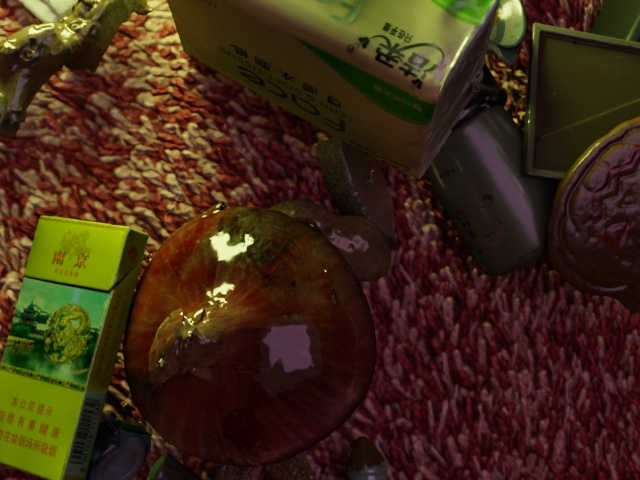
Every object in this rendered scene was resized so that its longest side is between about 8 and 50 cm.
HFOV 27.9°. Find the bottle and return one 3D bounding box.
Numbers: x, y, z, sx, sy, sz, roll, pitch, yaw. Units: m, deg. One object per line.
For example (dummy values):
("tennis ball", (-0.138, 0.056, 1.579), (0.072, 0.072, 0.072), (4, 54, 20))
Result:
("bottle", (0.233, -0.127, 1.921), (0.168, 0.168, 0.347), (-34, 98, -18))

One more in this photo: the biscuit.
("biscuit", (0.458, -0.035, 1.853), (0.257, 0.049, 0.273), (32, 96, -16))

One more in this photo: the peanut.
("peanut", (0.000, -0.001, 1.869), (0.227, 0.086, 0.104), (19, 115, -18))

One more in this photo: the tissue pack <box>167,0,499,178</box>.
("tissue pack", (0.011, -0.288, 1.691), (0.404, 0.332, 0.205), (29, 79, 8))

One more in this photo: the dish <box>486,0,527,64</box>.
("dish", (0.191, -0.350, 1.861), (0.228, 0.086, 0.236), (21, 50, -36))

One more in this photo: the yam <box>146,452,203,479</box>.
("yam", (-0.171, 0.369, 1.802), (0.169, 0.068, 0.068), (41, 75, -16))

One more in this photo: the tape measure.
("tape measure", (-0.320, 0.253, 1.769), (0.180, 0.104, 0.107), (41, 96, 18))

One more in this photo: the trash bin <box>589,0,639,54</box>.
("trash bin", (0.481, -0.285, 2.024), (0.115, 0.165, 0.225), (35, 79, -16))

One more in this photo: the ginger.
("ginger", (-0.356, -0.261, 1.757), (0.290, 0.122, 0.084), (-45, 62, -12))

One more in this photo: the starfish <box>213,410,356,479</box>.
("starfish", (-0.102, 0.272, 1.823), (0.302, 0.060, 0.299), (44, 64, 1))

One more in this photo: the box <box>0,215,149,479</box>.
("box", (-0.339, 0.138, 1.691), (0.047, 0.187, 0.335), (23, 78, -48))

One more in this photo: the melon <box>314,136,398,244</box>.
("melon", (0.062, -0.075, 1.926), (0.098, 0.054, 0.182), (-15, 93, -35))

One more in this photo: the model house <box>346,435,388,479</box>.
("model house", (0.048, 0.421, 1.807), (0.184, 0.253, 0.291), (8, 68, -33))

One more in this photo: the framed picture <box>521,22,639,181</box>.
("framed picture", (0.455, -0.183, 1.901), (0.324, 0.020, 0.241), (7, 77, -12))

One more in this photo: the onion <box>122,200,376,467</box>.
("onion", (-0.101, 0.122, 1.697), (0.353, 0.353, 0.354), (1, 87, -20))

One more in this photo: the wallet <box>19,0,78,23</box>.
("wallet", (-0.355, -0.393, 1.787), (0.124, 0.032, 0.183), (42, 76, -11))
